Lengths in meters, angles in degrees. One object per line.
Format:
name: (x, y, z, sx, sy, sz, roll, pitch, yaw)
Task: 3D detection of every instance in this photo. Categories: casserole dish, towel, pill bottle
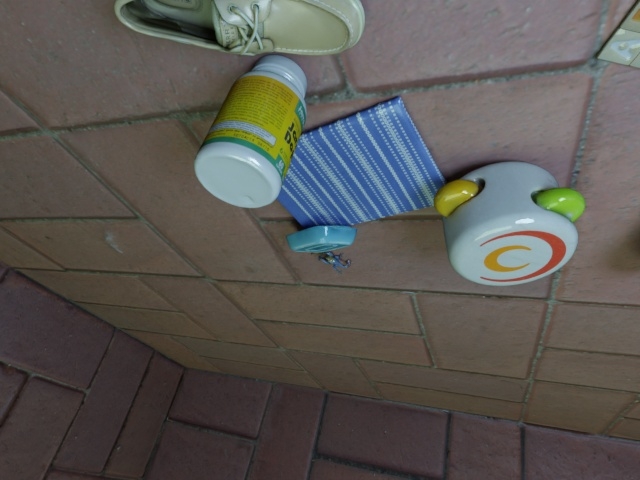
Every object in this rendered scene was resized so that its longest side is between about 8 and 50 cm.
casserole dish: (0.000, 0.000, 0.938, 0.114, 0.037, 0.188, 4, 170, -31)
towel: (0.046, -0.119, 0.793, 0.336, 0.040, 0.243, -11, 139, 34)
pill bottle: (-0.086, -0.160, 0.601, 0.117, 0.208, 0.118, 11, 149, 7)

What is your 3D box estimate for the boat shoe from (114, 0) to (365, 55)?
boat shoe: (-0.099, -0.274, 0.528, 0.302, 0.098, 0.109, 13, 150, 3)

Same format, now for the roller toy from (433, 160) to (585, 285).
roller toy: (0.300, -0.028, 0.707, 0.209, 0.146, 0.191, -8, 142, 14)

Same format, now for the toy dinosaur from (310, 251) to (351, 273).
toy dinosaur: (0.035, 0.046, 1.079, 0.082, 0.047, 0.090, 29, -179, -38)

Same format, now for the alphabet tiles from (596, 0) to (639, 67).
alphabet tiles: (0.438, -0.256, 0.409, 0.198, 0.009, 0.237, 14, 150, 2)
